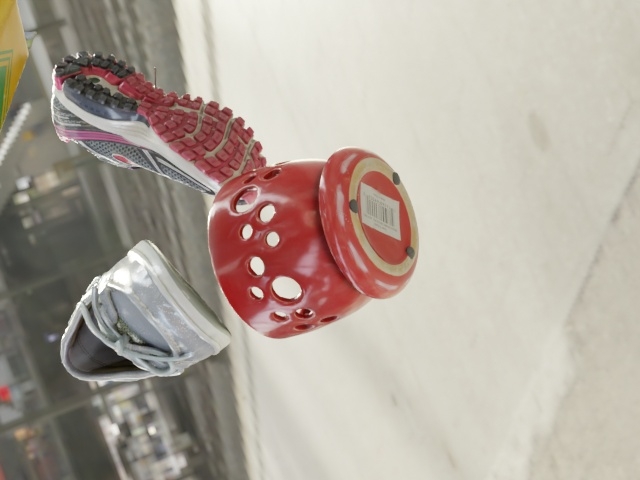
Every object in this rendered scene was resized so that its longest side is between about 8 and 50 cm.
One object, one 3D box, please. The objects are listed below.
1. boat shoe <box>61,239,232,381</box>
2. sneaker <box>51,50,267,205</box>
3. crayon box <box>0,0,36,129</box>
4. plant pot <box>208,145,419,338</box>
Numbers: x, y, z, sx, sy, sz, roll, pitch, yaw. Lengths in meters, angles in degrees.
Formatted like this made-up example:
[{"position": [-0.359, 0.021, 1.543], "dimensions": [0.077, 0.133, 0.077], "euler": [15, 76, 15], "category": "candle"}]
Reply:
[{"position": [-0.166, 0.078, 1.203], "dimensions": [0.118, 0.103, 0.320], "euler": [50, 162, -9], "category": "boat shoe"}, {"position": [-0.199, -0.127, 1.683], "dimensions": [0.299, 0.121, 0.112], "euler": [30, 133, 14], "category": "sneaker"}, {"position": [-0.436, -0.170, 1.436], "dimensions": [0.323, 0.203, 0.083], "euler": [-88, -5, -52], "category": "crayon box"}, {"position": [0.000, 0.000, 1.473], "dimensions": [0.191, 0.174, 0.191], "euler": [27, -124, -48], "category": "plant pot"}]
